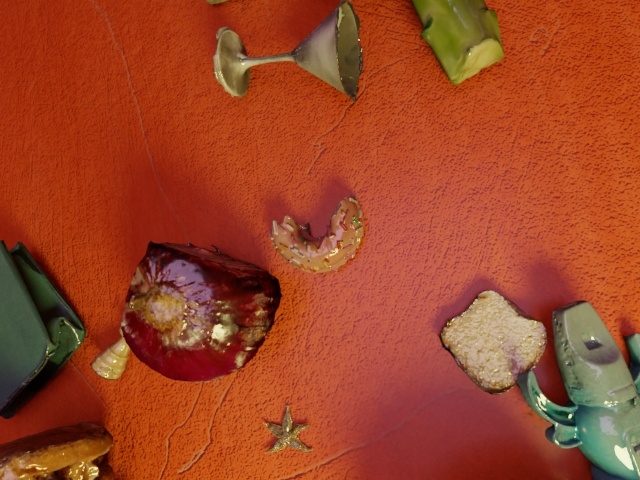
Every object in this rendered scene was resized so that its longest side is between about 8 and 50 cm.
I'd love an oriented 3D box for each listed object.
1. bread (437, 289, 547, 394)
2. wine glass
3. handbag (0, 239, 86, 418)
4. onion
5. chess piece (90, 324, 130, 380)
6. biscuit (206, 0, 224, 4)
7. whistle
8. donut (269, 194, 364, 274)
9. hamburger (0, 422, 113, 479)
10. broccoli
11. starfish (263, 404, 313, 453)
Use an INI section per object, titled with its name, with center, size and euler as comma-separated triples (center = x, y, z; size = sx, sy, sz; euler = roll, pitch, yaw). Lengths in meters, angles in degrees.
[bread]
center = 0.255, 0.146, 0.625
size = 0.129, 0.044, 0.126
euler = -48, 67, 7
[wine glass]
center = -0.056, -0.312, 0.720
size = 0.232, 0.156, 0.156
euler = 2, 83, 20
[handbag]
center = -0.612, 0.178, 0.824
size = 0.269, 0.100, 0.274
euler = -45, 73, 9
[onion]
center = -0.178, 0.121, 0.658
size = 0.207, 0.216, 0.206
euler = 19, 91, 9
[chess piece]
center = -0.346, 0.170, 0.775
size = 0.060, 0.060, 0.172
euler = 36, 90, 16
[biscuit]
center = -0.133, -0.536, 0.821
size = 0.199, 0.040, 0.121
euler = -3, 79, 13
[whistle]
center = 0.370, 0.216, 0.549
size = 0.186, 0.093, 0.274
euler = -15, 83, -8
[donut]
center = 0.000, 0.000, 0.700
size = 0.166, 0.065, 0.117
euler = -26, 76, 12
[hamburger]
center = -0.468, 0.416, 0.681
size = 0.260, 0.245, 0.211
euler = -9, 84, -17
[broccoli]
center = 0.130, -0.463, 0.656
size = 0.353, 0.275, 0.397
euler = 9, 98, 14
[starfish]
center = -0.055, 0.325, 0.696
size = 0.092, 0.016, 0.086
euler = 30, 93, 14
